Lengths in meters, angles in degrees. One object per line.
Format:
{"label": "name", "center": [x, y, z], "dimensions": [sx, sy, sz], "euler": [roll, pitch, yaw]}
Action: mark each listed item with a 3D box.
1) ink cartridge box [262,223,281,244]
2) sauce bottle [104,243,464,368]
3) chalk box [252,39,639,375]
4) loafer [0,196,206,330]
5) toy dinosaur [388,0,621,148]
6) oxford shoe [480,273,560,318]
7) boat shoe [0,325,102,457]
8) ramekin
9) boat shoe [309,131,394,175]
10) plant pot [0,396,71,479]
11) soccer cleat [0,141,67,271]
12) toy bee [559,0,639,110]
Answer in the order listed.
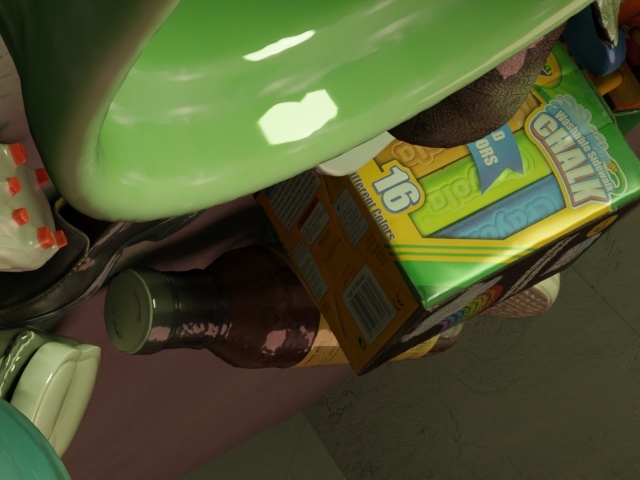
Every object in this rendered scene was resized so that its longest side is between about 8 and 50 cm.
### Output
{"label": "ink cartridge box", "center": [0.000, 0.000, 1.466], "dimensions": [0.209, 0.062, 0.109], "euler": [-31, 171, -13]}
{"label": "sauce bottle", "center": [-0.023, 0.057, 1.324], "dimensions": [0.344, 0.111, 0.111], "euler": [-1, 150, -42]}
{"label": "chalk box", "center": [0.126, -0.051, 1.212], "dimensions": [0.289, 0.179, 0.180], "euler": [-26, 168, -24]}
{"label": "loafer", "center": [-0.149, -0.009, 0.938], "dimensions": [0.170, 0.062, 0.061], "euler": [-37, 149, 4]}
{"label": "toy dinosaur", "center": [0.057, -0.112, 0.733], "dimensions": [0.121, 0.160, 0.313], "euler": [-24, 166, -46]}
{"label": "oxford shoe", "center": [0.143, 0.008, 1.620], "dimensions": [0.449, 0.169, 0.130], "euler": [169, -60, -82]}
{"label": "boat shoe", "center": [-0.231, 0.114, 1.171], "dimensions": [0.305, 0.091, 0.109], "euler": [107, 3, -80]}
{"label": "ramekin", "center": [0.021, -0.149, 0.433], "dimensions": [0.303, 0.148, 0.303], "euler": [-32, 171, -6]}
{"label": "boat shoe", "center": [0.052, -0.118, 1.014], "dimensions": [0.219, 0.077, 0.070], "euler": [-33, -153, -26]}
{"label": "plant pot", "center": [-0.304, 0.189, 0.825], "dimensions": [0.272, 0.271, 0.255], "euler": [-35, 157, 10]}
{"label": "soccer cleat", "center": [-0.187, -0.014, 0.739], "dimensions": [0.076, 0.068, 0.196], "euler": [-20, 173, 12]}
{"label": "toy bee", "center": [0.278, -0.153, 1.309], "dimensions": [0.195, 0.162, 0.298], "euler": [-33, 172, 8]}
